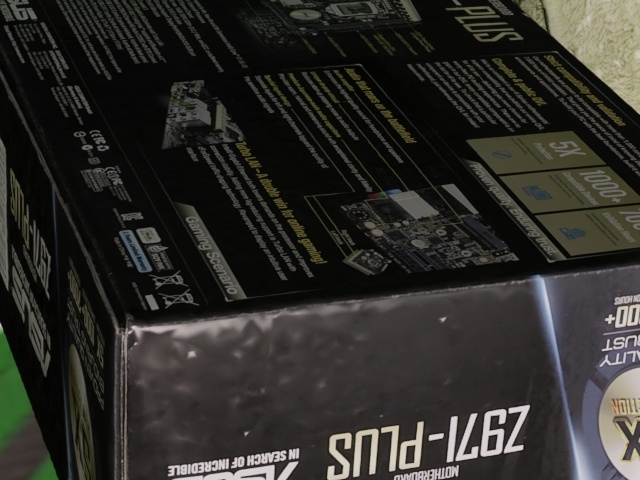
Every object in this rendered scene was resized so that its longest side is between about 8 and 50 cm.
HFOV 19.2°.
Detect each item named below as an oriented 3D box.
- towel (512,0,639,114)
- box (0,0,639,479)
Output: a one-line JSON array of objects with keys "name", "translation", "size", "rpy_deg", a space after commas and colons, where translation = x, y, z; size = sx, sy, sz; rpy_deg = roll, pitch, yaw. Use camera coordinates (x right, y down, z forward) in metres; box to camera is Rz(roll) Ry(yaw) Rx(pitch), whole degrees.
[{"name": "towel", "translation": [0.107, -0.074, 0.554], "size": [0.110, 0.027, 0.148], "rpy_deg": [-27, 126, -6]}, {"name": "box", "translation": [0.000, 0.000, 0.462], "size": [0.147, 0.180, 0.078], "rpy_deg": [-7, 120, -19]}]
